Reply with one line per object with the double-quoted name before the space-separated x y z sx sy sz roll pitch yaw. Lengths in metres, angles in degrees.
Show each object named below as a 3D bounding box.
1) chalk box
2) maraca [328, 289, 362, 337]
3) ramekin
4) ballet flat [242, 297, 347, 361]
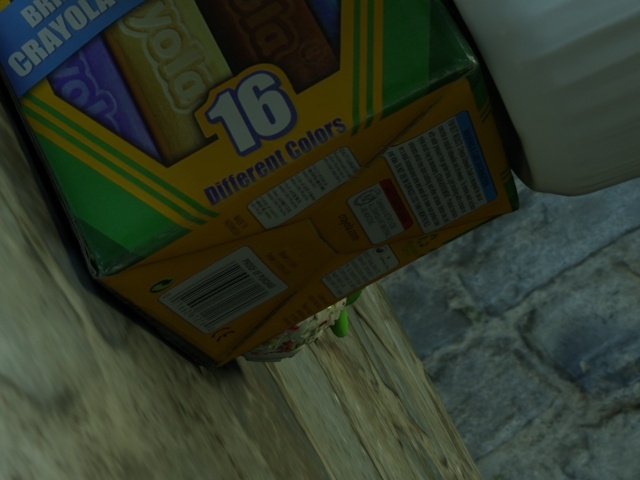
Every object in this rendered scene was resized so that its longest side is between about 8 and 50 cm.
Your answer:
"chalk box" -0.056 -0.119 0.797 0.289 0.179 0.180 63 4 21
"maraca" 0.000 0.000 1.374 0.185 0.099 0.127 98 -32 -52
"ramekin" 0.101 -0.143 0.769 0.273 0.127 0.273 61 2 -4
"ballet flat" -0.029 0.023 0.961 0.241 0.091 0.077 -95 -171 -69
